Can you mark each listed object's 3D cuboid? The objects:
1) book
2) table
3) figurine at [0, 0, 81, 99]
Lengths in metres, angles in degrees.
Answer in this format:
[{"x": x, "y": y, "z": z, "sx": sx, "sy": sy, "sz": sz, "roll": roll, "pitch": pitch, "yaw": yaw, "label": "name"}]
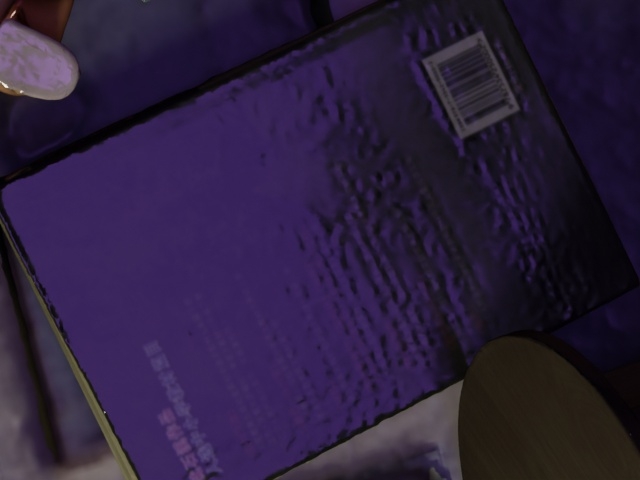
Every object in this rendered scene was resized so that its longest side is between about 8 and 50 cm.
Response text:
[{"x": 0.000, "y": 0.000, "z": 0.732, "sx": 0.228, "sy": 0.024, "sz": 0.160, "roll": -27, "pitch": 94, "yaw": -11, "label": "book"}, {"x": 0.194, "y": 0.086, "z": 0.715, "sx": 0.226, "sy": 0.167, "sz": 0.167, "roll": -16, "pitch": 93, "yaw": -20, "label": "table"}, {"x": -0.184, "y": -0.099, "z": 0.661, "sx": 0.195, "sy": 0.102, "sz": 0.111, "roll": 20, "pitch": 83, "yaw": -14, "label": "figurine"}]
